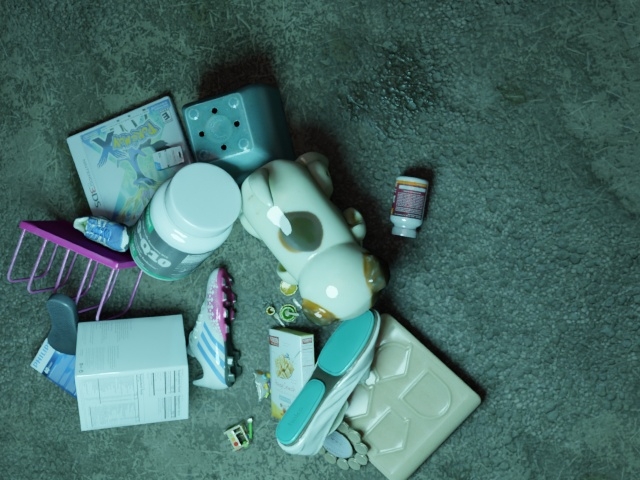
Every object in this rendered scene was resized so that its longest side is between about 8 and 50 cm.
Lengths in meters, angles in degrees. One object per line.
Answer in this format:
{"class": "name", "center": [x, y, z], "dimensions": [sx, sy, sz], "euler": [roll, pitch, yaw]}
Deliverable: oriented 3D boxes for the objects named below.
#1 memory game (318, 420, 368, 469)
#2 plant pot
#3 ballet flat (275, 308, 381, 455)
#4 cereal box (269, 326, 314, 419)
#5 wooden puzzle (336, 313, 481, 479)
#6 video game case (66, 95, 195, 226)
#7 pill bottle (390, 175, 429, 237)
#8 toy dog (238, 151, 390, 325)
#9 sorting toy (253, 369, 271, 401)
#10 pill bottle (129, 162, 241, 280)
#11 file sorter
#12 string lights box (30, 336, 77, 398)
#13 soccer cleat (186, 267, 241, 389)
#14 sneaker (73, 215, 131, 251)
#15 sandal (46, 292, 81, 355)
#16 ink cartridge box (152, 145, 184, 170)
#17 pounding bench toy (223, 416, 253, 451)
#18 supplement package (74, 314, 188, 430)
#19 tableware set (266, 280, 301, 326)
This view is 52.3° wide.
{"class": "memory game", "center": [0.044, 0.532, 1.714], "dimensions": [0.186, 0.012, 0.186], "euler": [17, 127, 24]}
{"class": "plant pot", "center": [-0.223, -0.266, 1.670], "dimensions": [0.248, 0.252, 0.247], "euler": [-14, 89, 10]}
{"class": "ballet flat", "center": [0.040, 0.353, 1.611], "dimensions": [0.139, 0.139, 0.400], "euler": [33, 79, 7]}
{"class": "cereal box", "center": [-0.076, 0.355, 1.708], "dimensions": [0.047, 0.173, 0.240], "euler": [-3, 91, -32]}
{"class": "wooden puzzle", "center": [0.188, 0.410, 1.710], "dimensions": [0.348, 0.080, 0.322], "euler": [42, 97, 1]}
{"class": "video game case", "center": [-0.518, -0.205, 1.827], "dimensions": [0.329, 0.036, 0.300], "euler": [-20, 88, 9]}
{"class": "pill bottle", "center": [0.227, -0.086, 1.685], "dimensions": [0.086, 0.086, 0.152], "euler": [9, 92, 9]}
{"class": "toy dog", "center": [0.000, 0.000, 1.582], "dimensions": [0.285, 0.395, 0.408], "euler": [-33, 79, -4]}
{"class": "sorting toy", "center": [-0.160, 0.397, 1.761], "dimensions": [0.045, 0.075, 0.083], "euler": [-11, 90, 9]}
{"class": "pill bottle", "center": [-0.338, -0.043, 1.623], "dimensions": [0.204, 0.361, 0.204], "euler": [11, 65, -25]}
{"class": "file sorter", "center": [-0.658, 0.081, 1.773], "dimensions": [0.291, 0.202, 0.182], "euler": [22, 96, 8]}
{"class": "string lights box", "center": [-0.669, 0.365, 1.842], "dimensions": [0.260, 0.077, 0.133], "euler": [34, 95, 7]}
{"class": "soccer cleat", "center": [-0.302, 0.241, 1.761], "dimensions": [0.143, 0.116, 0.331], "euler": [-4, 91, 9]}
{"class": "sneaker", "center": [-0.580, -0.019, 1.739], "dimensions": [0.211, 0.081, 0.080], "euler": [15, 96, 41]}
{"class": "sandal", "center": [-0.663, 0.222, 1.718], "dimensions": [0.097, 0.054, 0.254], "euler": [20, 134, -2]}
{"class": "ink cartridge box", "center": [-0.409, -0.224, 1.776], "dimensions": [0.083, 0.028, 0.048], "euler": [-14, 89, 10]}
{"class": "pounding bench toy", "center": [-0.209, 0.530, 1.784], "dimensions": [0.083, 0.052, 0.065], "euler": [-29, 87, 8]}
{"class": "supplement package", "center": [-0.479, 0.335, 1.673], "dimensions": [0.263, 0.199, 0.198], "euler": [-3, 125, -15]}
{"class": "tableware set", "center": [-0.080, 0.155, 1.770], "dimensions": [0.154, 0.024, 0.104], "euler": [-41, 85, 8]}
